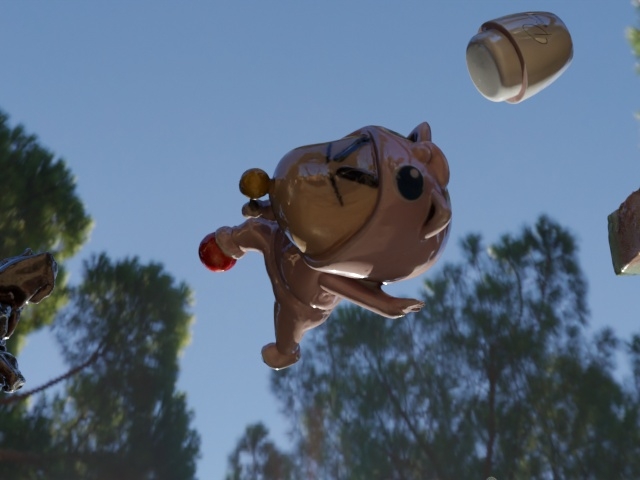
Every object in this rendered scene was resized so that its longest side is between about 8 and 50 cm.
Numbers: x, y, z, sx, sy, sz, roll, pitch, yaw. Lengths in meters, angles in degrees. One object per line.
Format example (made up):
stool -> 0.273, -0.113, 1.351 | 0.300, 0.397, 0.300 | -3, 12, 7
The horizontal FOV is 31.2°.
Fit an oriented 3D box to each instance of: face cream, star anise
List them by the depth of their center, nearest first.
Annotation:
face cream -> 0.209, -0.195, 1.205 | 0.095, 0.091, 0.091 | -24, -68, -18
star anise -> -0.412, 0.121, 1.381 | 0.129, 0.282, 0.212 | 34, -44, -18

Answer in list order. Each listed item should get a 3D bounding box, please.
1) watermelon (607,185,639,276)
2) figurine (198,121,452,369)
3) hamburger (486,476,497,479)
watermelon -> 0.434, -0.078, 1.251 | 0.318, 0.148, 0.226 | -28, -24, 34
figurine -> 0.000, 0.000, 1.117 | 0.186, 0.176, 0.287 | 24, -44, -36
hamburger -> 0.179, 0.371, 1.127 | 0.212, 0.274, 0.274 | 2, -66, 23
